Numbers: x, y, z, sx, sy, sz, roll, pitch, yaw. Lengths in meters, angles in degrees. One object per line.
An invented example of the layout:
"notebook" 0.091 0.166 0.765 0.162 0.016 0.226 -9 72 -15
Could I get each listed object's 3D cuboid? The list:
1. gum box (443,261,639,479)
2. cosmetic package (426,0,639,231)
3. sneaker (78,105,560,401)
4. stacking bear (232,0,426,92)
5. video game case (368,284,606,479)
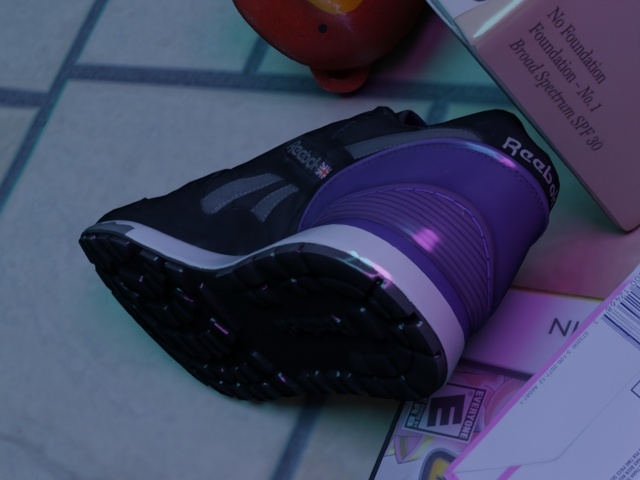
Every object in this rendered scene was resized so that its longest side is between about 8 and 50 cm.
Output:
"gum box" 0.146 0.049 0.565 0.188 0.107 0.062 -47 45 2
"cosmetic package" 0.193 -0.166 0.694 0.309 0.160 0.113 -39 46 10
"sneaker" 0.000 0.000 0.766 0.124 0.107 0.283 -47 26 -25
"stacking bear" 0.065 -0.205 0.823 0.289 0.175 0.164 -46 10 16
"video game case" 0.107 0.152 0.627 0.248 0.035 0.274 8 66 40
